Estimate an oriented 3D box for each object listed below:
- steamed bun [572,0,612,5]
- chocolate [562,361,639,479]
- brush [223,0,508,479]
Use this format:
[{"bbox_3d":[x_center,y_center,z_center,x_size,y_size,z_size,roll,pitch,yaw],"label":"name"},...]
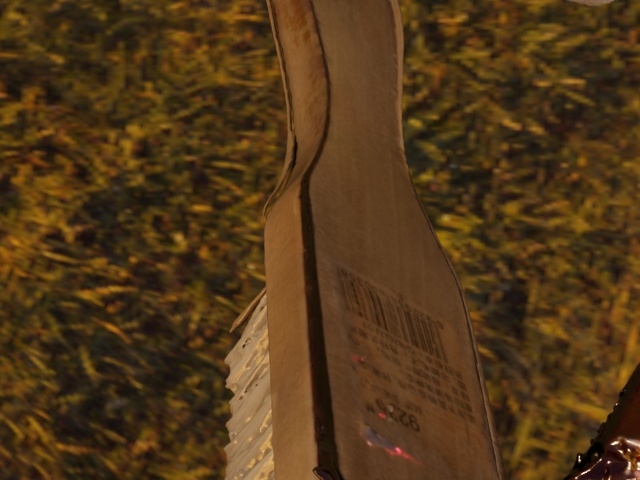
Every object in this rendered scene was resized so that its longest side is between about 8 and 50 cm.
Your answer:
[{"bbox_3d":[0.213,-0.317,1.291,0.177,0.283,0.283,35,80,-15],"label":"steamed bun"},{"bbox_3d":[0.130,0.039,0.519,0.182,0.086,0.028,-54,140,-47],"label":"chocolate"},{"bbox_3d":[0.000,0.000,0.549,0.070,0.327,0.065,31,120,-24],"label":"brush"}]
